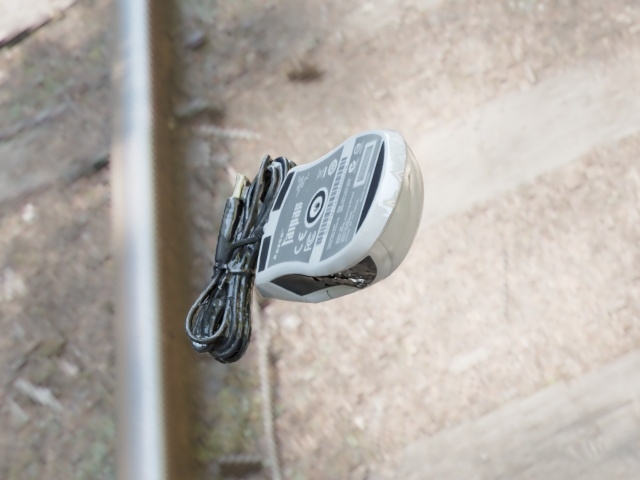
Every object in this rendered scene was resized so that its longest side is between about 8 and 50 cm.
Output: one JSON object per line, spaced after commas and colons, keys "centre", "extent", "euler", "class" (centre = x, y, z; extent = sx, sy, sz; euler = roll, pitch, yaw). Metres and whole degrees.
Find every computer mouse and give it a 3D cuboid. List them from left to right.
{"centre": [0.000, 0.000, 0.753], "extent": [0.193, 0.042, 0.106], "euler": [-15, 53, 63], "class": "computer mouse"}
